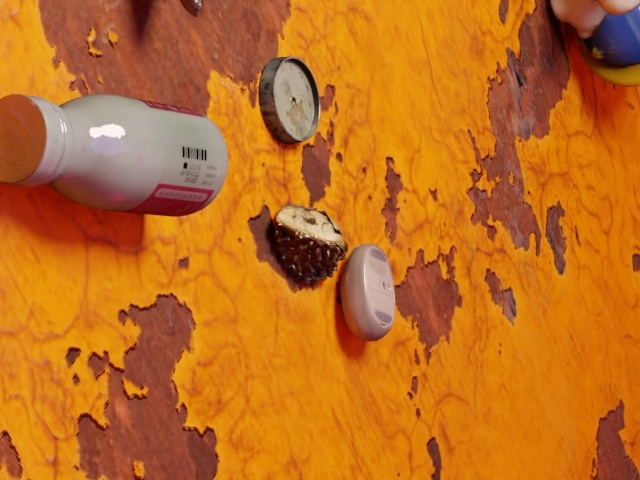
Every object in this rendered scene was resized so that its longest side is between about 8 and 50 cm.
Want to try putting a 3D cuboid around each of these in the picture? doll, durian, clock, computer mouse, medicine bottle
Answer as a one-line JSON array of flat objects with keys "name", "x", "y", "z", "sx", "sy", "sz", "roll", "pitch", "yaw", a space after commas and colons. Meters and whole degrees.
[{"name": "doll", "x": 0.351, "y": -0.325, "z": 2.279, "sx": 0.242, "sy": 0.159, "sz": 0.311, "roll": 25, "pitch": 39, "yaw": -40}, {"name": "durian", "x": -0.008, "y": 0.004, "z": 1.724, "sx": 0.066, "sy": 0.052, "sz": 0.130, "roll": 52, "pitch": 19, "yaw": 24}, {"name": "clock", "x": -0.028, "y": -0.132, "z": 1.722, "sx": 0.085, "sy": 0.017, "sz": 0.085, "roll": 16, "pitch": 71, "yaw": -56}, {"name": "computer mouse", "x": 0.043, "y": 0.052, "z": 1.784, "sx": 0.066, "sy": 0.039, "sz": 0.096, "roll": 26, "pitch": 55, "yaw": -55}, {"name": "medicine bottle", "x": -0.166, "y": -0.069, "z": 1.419, "sx": 0.216, "sy": 0.090, "sz": 0.090, "roll": 6, "pitch": 80, "yaw": -57}]

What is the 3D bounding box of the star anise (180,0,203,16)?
[{"name": "star anise", "x": -0.100, "y": -0.365, "z": 1.567, "sx": 0.349, "sy": 0.109, "sz": 0.292, "roll": -44, "pitch": 127, "yaw": -53}]
